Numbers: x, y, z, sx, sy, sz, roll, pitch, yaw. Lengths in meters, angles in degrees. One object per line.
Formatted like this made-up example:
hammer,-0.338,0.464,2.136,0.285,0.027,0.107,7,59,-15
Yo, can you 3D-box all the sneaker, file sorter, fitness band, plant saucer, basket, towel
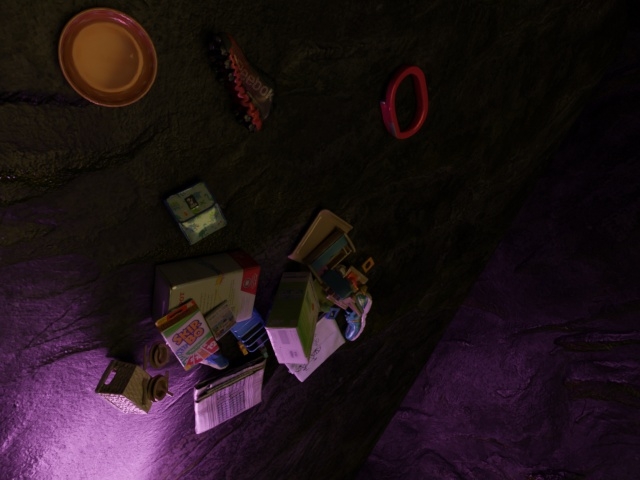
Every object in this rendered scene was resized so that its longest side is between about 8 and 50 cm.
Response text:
sneaker,0.162,0.367,2.080,0.109,0.107,0.275,4,112,-25
file sorter,-0.272,0.318,1.579,0.118,0.104,0.170,-40,139,-18
fitness band,0.323,-0.519,1.604,0.209,0.054,0.291,-45,141,-15
plant saucer,0.026,0.202,1.845,0.240,0.037,0.241,-25,134,-30
plant saucer,-0.460,-0.396,0.916,0.200,0.037,0.200,-26,134,-31
sneaker,-0.384,0.429,1.584,0.084,0.058,0.152,-47,135,6
basket,-0.599,0.464,1.325,0.167,0.103,0.113,74,22,-46
sneaker,-0.192,-0.427,1.114,0.135,0.097,0.276,-40,141,-16
towel,-0.364,0.637,1.722,0.312,0.056,0.324,-16,134,-31

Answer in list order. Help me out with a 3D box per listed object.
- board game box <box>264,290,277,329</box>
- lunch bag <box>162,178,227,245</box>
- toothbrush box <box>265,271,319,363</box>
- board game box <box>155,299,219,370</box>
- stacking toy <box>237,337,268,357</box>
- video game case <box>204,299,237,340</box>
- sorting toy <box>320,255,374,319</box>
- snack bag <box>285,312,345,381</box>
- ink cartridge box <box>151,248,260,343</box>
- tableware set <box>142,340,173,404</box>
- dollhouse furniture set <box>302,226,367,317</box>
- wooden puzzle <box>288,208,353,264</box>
board game box,-0.153,0.336,1.682,0.243,0.042,0.165,72,19,-45
lunch bag,-0.360,-0.084,1.209,0.128,0.096,0.151,-33,123,-20
toothbrush box,-0.095,0.286,1.585,0.283,0.122,0.206,-78,161,-52
board game box,-0.401,0.294,1.290,0.124,0.039,0.260,-32,139,-22
stacking toy,-0.246,0.443,1.743,0.167,0.052,0.221,-31,140,-23
video game case,-0.316,0.257,1.348,0.087,0.011,0.122,-41,143,-29
sorting toy,0.133,0.219,1.897,0.348,0.047,0.196,-53,141,-1
snack bag,-0.029,0.520,2.027,0.323,0.037,0.343,-40,140,-17
ink cartridge box,-0.365,0.171,1.354,0.306,0.131,0.226,-9,126,-40
tableware set,-0.514,0.423,1.360,0.128,0.039,0.194,10,80,-74
dollhouse furniture set,0.126,0.152,1.630,0.198,0.303,0.286,-41,139,-7
wooden puzzle,0.000,0.000,1.672,0.239,0.044,0.221,-53,142,6
